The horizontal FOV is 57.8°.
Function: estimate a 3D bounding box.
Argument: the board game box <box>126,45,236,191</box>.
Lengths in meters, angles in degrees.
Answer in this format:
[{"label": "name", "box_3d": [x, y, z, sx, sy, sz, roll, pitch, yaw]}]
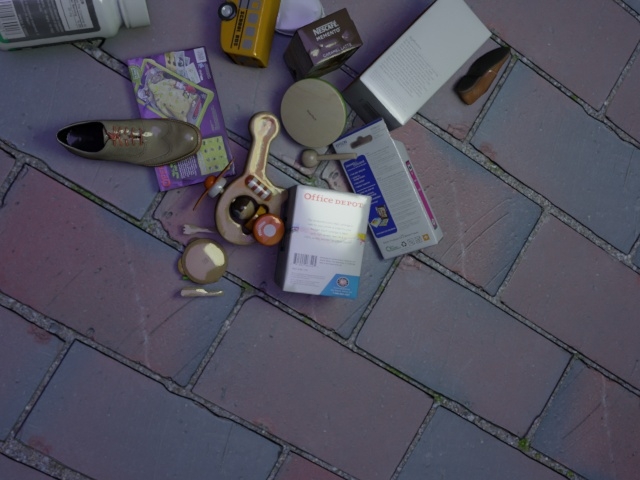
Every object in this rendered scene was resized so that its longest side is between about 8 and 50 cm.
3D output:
[{"label": "board game box", "box_3d": [-0.363, -0.319, 1.529, 0.208, 0.056, 0.347, -14, 95, -15]}]

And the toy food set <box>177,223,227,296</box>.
[{"label": "toy food set", "box_3d": [-0.318, 0.055, 1.566, 0.132, 0.038, 0.192, 3, 87, -19]}]

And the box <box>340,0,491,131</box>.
[{"label": "box", "box_3d": [0.249, -0.470, 1.560, 0.345, 0.215, 0.168, -46, 100, -7]}]

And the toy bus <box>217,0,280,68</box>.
[{"label": "toy bus", "box_3d": [-0.175, -0.630, 1.499, 0.130, 0.108, 0.333, 12, 91, 10]}]

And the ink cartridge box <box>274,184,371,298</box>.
[{"label": "ink cartridge box", "box_3d": [0.000, 0.000, 1.541, 0.198, 0.197, 0.270, 8, 91, -11]}]

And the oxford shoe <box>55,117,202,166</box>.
[{"label": "oxford shoe", "box_3d": [-0.472, -0.242, 1.430, 0.348, 0.130, 0.123, -3, 95, 3]}]

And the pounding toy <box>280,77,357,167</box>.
[{"label": "pounding toy", "box_3d": [0.004, -0.328, 1.566, 0.183, 0.110, 0.237, -8, 112, 25]}]

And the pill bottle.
[{"label": "pill bottle", "box_3d": [-0.605, -0.578, 1.384, 0.361, 0.204, 0.204, -12, 95, -11]}]

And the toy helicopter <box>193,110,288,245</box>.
[{"label": "toy helicopter", "box_3d": [-0.192, -0.164, 1.509, 0.235, 0.140, 0.355, 11, 95, -14]}]

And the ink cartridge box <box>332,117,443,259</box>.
[{"label": "ink cartridge box", "box_3d": [0.183, -0.139, 1.590, 0.069, 0.175, 0.371, -39, 106, -52]}]

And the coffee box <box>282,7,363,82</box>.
[{"label": "coffee box", "box_3d": [0.000, -0.490, 1.491, 0.141, 0.246, 0.098, -27, 98, -9]}]

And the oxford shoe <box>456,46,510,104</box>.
[{"label": "oxford shoe", "box_3d": [0.481, -0.482, 1.693, 0.212, 0.076, 0.076, -46, 130, -8]}]

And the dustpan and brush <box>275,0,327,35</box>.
[{"label": "dustpan and brush", "box_3d": [-0.019, -0.618, 1.585, 0.211, 0.060, 0.147, 13, 91, -5]}]
